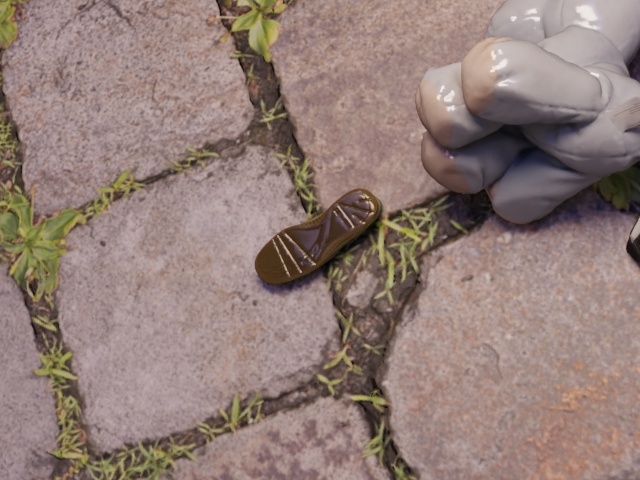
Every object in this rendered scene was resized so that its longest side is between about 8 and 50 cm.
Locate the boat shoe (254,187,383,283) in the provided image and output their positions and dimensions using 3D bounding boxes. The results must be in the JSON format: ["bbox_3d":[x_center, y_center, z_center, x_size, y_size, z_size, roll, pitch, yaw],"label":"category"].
[{"bbox_3d":[-0.001,-0.002,1.349,0.153,0.048,0.056,-37,75,9],"label":"boat shoe"}]

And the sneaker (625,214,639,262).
[{"bbox_3d":[0.381,-0.036,1.223,0.178,0.072,0.077,-42,74,5],"label":"sneaker"}]

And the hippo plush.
[{"bbox_3d":[0.231,-0.183,1.227,0.294,0.234,0.236,-19,48,41],"label":"hippo plush"}]
